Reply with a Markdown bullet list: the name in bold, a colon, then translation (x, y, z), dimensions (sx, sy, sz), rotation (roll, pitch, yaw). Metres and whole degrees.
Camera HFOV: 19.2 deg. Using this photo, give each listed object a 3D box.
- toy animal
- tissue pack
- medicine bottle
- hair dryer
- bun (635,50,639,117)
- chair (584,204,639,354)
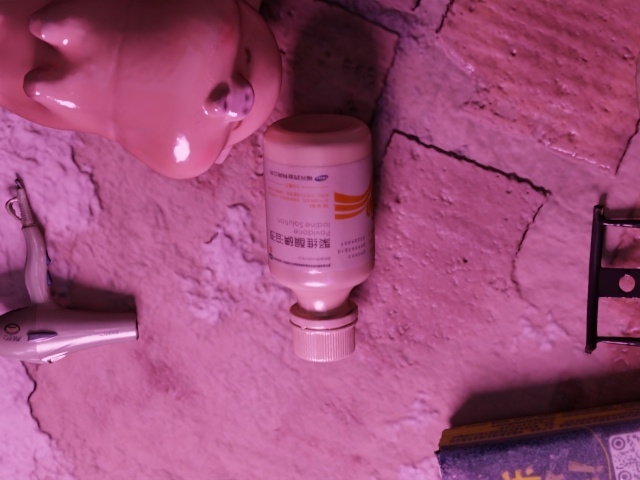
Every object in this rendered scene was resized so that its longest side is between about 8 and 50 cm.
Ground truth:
- **toy animal**: translation (-0.196, -0.181, 1.898), dimensions (0.326, 0.269, 0.237), rotation (24, 115, 39)
- **tissue pack**: translation (0.267, 0.277, 2.009), dimensions (0.257, 0.081, 0.185), rotation (-10, 105, 16)
- **medicine bottle**: translation (0.000, 0.000, 1.961), dimensions (0.114, 0.114, 0.252), rotation (2, 109, 12)
- **hair dryer**: translation (-0.275, 0.042, 2.083), dimensions (0.167, 0.067, 0.199), rotation (9, 95, 0)
- **bun**: translation (0.442, -0.144, 1.781), dimensions (0.287, 0.146, 0.287), rotation (-6, 73, 22)
- **chair**: translation (0.384, 0.039, 1.855), dimensions (0.260, 0.141, 0.155), rotation (3, 83, 16)
